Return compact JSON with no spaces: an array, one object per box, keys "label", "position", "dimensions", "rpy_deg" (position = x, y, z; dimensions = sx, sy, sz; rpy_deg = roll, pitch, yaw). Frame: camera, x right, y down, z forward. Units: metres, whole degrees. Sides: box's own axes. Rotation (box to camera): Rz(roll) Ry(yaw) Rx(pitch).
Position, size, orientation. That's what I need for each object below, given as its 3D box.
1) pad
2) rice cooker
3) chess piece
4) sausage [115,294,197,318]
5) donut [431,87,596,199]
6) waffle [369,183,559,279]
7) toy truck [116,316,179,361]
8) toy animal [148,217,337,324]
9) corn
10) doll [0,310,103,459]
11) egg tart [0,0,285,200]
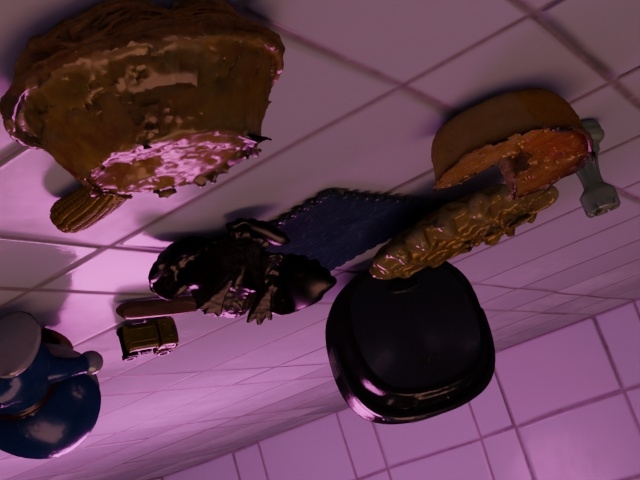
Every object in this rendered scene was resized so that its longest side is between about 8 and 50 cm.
[{"label":"pad","position":[0.000,0.000,1.220],"dimensions":[0.270,0.012,0.269],"rpy_deg":[-30,161,37]},{"label":"rice cooker","position":[0.133,0.162,1.487],"dimensions":[0.267,0.267,0.224],"rpy_deg":[-14,160,-12]},{"label":"chess piece","position":[0.310,-0.081,1.105],"dimensions":[0.067,0.103,0.067],"rpy_deg":[-17,165,-5]},{"label":"sausage","position":[-0.217,0.089,1.266],"dimensions":[0.116,0.026,0.026],"rpy_deg":[-4,159,-40]},{"label":"donut","position":[0.200,-0.102,0.978],"dimensions":[0.181,0.078,0.146],"rpy_deg":[5,153,-40]},{"label":"waffle","position":[0.183,-0.016,1.251],"dimensions":[0.250,0.056,0.261],"rpy_deg":[-17,170,-26]},{"label":"toy truck","position":[-0.244,0.139,1.363],"dimensions":[0.083,0.049,0.054],"rpy_deg":[-7,160,-29]},{"label":"toy animal","position":[-0.099,0.035,1.109],"dimensions":[0.218,0.116,0.179],"rpy_deg":[6,178,-22]},{"label":"corn","position":[-0.199,-0.035,0.836],"dimensions":[0.092,0.037,0.037],"rpy_deg":[-30,160,31]},{"label":"doll","position":[-0.378,0.174,1.194],"dimensions":[0.215,0.161,0.257],"rpy_deg":[-4,148,1]},{"label":"egg tart","position":[-0.116,-0.087,0.661],"dimensions":[0.213,0.090,0.212],"rpy_deg":[-14,167,-3]}]
